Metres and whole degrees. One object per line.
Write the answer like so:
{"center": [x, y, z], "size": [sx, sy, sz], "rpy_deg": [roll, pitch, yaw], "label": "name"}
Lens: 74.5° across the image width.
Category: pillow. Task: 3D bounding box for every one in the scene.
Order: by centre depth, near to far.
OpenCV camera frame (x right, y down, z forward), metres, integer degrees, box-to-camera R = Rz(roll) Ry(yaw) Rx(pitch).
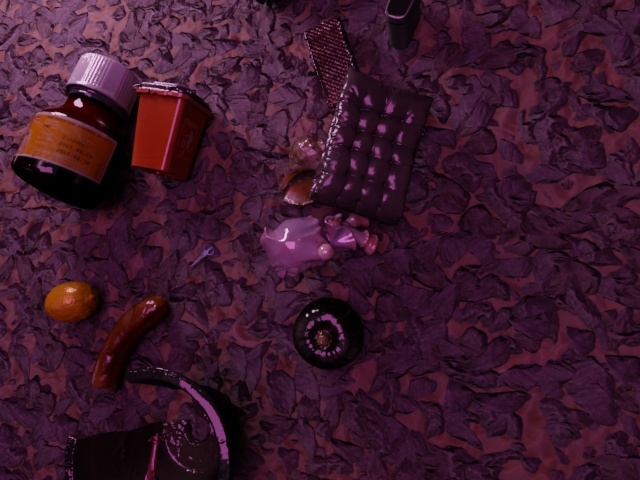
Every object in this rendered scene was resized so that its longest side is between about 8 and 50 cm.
{"center": [0.122, -0.214, 0.975], "size": [0.228, 0.101, 0.326], "rpy_deg": [17, 80, -12], "label": "pillow"}

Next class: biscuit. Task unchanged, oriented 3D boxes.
{"center": [0.043, -0.448, 1.099], "size": [0.106, 0.070, 0.252], "rpy_deg": [-19, 79, 11], "label": "biscuit"}

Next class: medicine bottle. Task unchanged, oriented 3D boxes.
{"center": [-0.649, -0.306, 1.171], "size": [0.243, 0.242, 0.394], "rpy_deg": [10, 70, 15], "label": "medicine bottle"}

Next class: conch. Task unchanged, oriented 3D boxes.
{"center": [-0.037, -0.166, 1.046], "size": [0.207, 0.130, 0.155], "rpy_deg": [-38, 48, 23], "label": "conch"}

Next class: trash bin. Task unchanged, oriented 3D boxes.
{"center": [0.207, -0.564, 1.045], "size": [0.059, 0.130, 0.116], "rpy_deg": [24, 88, 16], "label": "trash bin"}
{"center": [-0.425, -0.296, 1.145], "size": [0.185, 0.161, 0.238], "rpy_deg": [14, 89, 15], "label": "trash bin"}

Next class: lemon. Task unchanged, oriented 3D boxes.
{"center": [-0.689, 0.169, 1.162], "size": [0.155, 0.114, 0.114], "rpy_deg": [-9, 80, 14], "label": "lemon"}

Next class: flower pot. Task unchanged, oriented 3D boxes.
{"center": [-0.327, 0.474, 0.959], "size": [0.380, 0.251, 0.379], "rpy_deg": [-2, 80, 11], "label": "flower pot"}

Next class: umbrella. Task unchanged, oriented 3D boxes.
{"center": [-0.329, 0.464, 0.824], "size": [0.027, 0.025, 0.165], "rpy_deg": [-1, 78, 31], "label": "umbrella"}

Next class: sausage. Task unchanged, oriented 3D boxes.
{"center": [-0.518, 0.269, 1.125], "size": [0.103, 0.076, 0.302], "rpy_deg": [33, 92, 8], "label": "sausage"}

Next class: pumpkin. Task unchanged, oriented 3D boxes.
{"center": [0.019, 0.216, 0.980], "size": [0.167, 0.125, 0.167], "rpy_deg": [1, 71, -1], "label": "pumpkin"}

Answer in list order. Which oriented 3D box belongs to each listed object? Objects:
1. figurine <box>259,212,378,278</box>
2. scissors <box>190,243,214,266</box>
{"center": [-0.001, 0.000, 0.990], "size": [0.276, 0.200, 0.133], "rpy_deg": [-15, 95, -17], "label": "figurine"}
{"center": [-0.324, 0.045, 1.147], "size": [0.083, 0.006, 0.036], "rpy_deg": [-43, 77, 4], "label": "scissors"}
